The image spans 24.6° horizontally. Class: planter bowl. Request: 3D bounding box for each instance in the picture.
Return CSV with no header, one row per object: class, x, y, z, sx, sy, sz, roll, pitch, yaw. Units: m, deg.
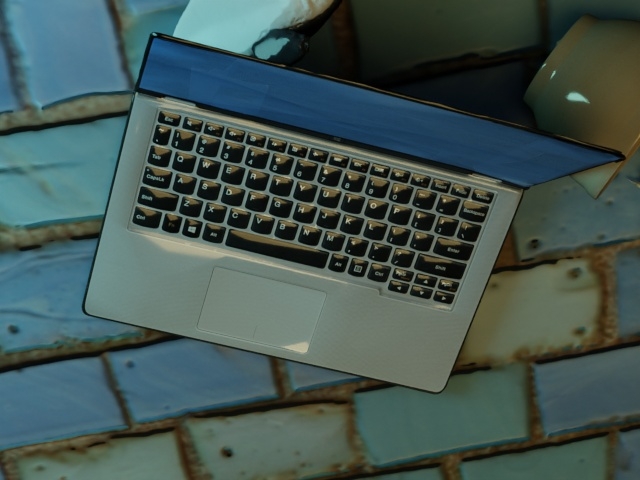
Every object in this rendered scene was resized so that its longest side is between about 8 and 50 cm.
planter bowl,0.249,-0.132,1.299,0.109,0.162,0.162,37,115,9

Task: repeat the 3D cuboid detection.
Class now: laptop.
laptop,0.000,0.000,1.302,0.382,0.236,0.408,14,119,-8

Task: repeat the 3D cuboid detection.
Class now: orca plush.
orca plush,-0.013,-0.243,1.276,0.151,0.102,0.287,43,112,26

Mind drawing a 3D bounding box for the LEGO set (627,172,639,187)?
LEGO set,0.328,-0.055,1.405,0.054,0.023,0.083,-30,115,14
